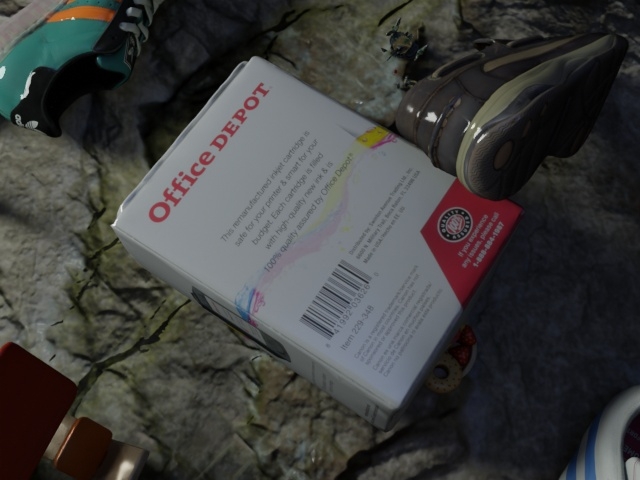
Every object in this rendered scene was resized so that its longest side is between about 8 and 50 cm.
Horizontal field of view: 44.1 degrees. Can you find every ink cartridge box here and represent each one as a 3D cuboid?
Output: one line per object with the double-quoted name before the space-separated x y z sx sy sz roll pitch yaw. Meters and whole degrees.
"ink cartridge box" 0.000 0.000 0.753 0.306 0.131 0.226 32 71 15

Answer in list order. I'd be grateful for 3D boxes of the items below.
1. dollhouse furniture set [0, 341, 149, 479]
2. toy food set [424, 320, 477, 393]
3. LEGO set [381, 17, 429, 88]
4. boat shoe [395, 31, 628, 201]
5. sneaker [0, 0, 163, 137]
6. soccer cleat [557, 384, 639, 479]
"dollhouse furniture set" -0.271 0.204 0.581 0.135 0.262 0.259 3 58 39
"toy food set" 0.116 0.104 0.791 0.083 0.020 0.083 38 73 10
"LEGO set" 0.095 -0.211 0.906 0.054 0.023 0.083 10 83 3
"boat shoe" 0.195 -0.151 0.767 0.130 0.132 0.355 32 32 22
"sneaker" -0.225 -0.234 0.852 0.121 0.108 0.302 40 81 10
"soccer cleat" 0.238 0.259 0.678 0.116 0.143 0.331 31 72 8
